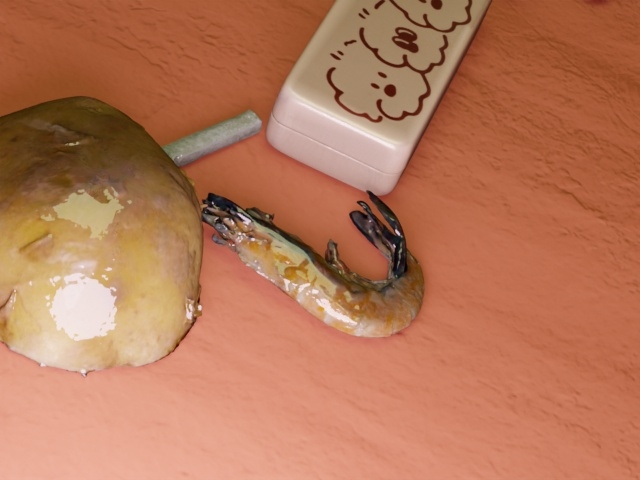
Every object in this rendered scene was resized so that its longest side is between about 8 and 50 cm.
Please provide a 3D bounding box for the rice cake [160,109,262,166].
[{"bbox_3d":[-0.104,-0.095,1.651,0.121,0.021,0.022,-27,57,-39],"label":"rice cake"}]

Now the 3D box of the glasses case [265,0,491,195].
[{"bbox_3d":[0.068,-0.189,1.763,0.144,0.076,0.336,24,45,3],"label":"glasses case"}]

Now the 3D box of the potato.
[{"bbox_3d":[-0.214,-0.033,1.495,0.239,0.116,0.299,-3,48,-17],"label":"potato"}]

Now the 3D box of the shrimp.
[{"bbox_3d":[0.000,0.000,1.581,0.219,0.046,0.152,31,46,3],"label":"shrimp"}]
